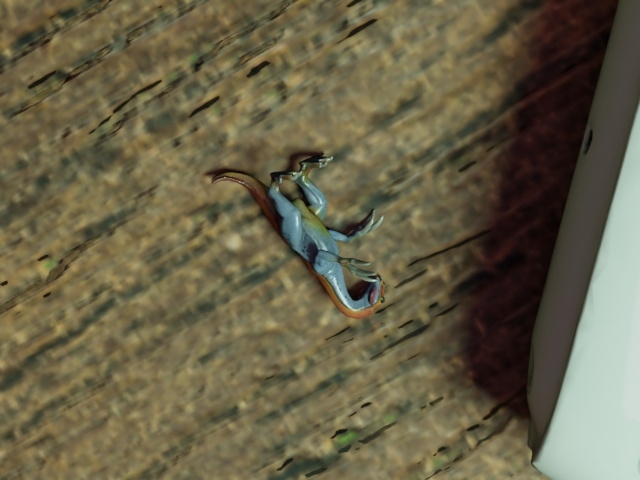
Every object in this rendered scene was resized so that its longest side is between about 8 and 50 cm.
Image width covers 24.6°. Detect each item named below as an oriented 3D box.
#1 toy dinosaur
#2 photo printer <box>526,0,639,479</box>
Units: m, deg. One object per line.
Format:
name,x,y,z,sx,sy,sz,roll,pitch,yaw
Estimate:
toy dinosaur,0.000,0.000,0.733,0.090,0.047,0.082,3,113,36
photo printer,0.239,0.004,0.674,0.256,0.107,0.307,12,101,1
